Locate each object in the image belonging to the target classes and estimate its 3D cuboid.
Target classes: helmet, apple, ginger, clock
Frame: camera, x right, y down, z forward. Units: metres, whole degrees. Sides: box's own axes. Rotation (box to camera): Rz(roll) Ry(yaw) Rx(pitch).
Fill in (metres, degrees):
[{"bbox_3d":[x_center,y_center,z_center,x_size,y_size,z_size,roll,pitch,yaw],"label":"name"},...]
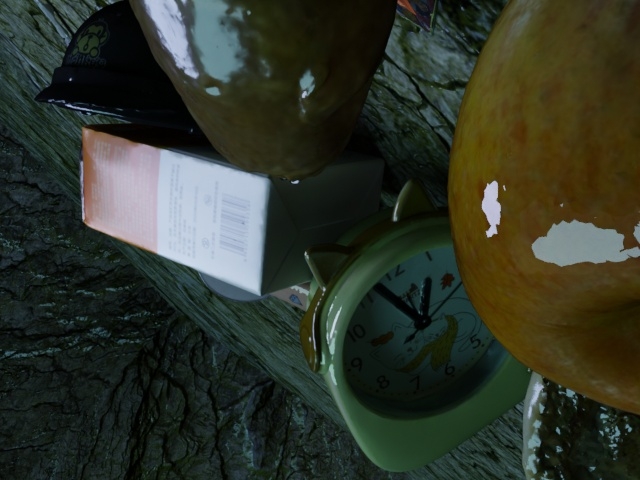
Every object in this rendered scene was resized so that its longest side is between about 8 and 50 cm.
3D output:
[{"bbox_3d":[-0.199,-0.215,0.995,0.231,0.160,0.279,16,-172,34],"label":"helmet"},{"bbox_3d":[0.215,-0.039,0.410,0.299,0.275,0.299,33,157,16],"label":"apple"},{"bbox_3d":[-0.047,-0.192,0.596,0.223,0.269,0.200,19,-173,-43],"label":"ginger"},{"bbox_3d":[0.115,0.089,0.968,0.348,0.286,0.117,58,176,-31],"label":"clock"}]

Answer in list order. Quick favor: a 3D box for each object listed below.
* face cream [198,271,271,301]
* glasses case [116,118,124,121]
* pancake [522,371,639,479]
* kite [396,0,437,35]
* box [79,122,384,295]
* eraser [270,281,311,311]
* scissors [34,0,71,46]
[{"bbox_3d":[-0.131,-0.003,1.382,0.177,0.177,0.153,48,-178,-23],"label":"face cream"},{"bbox_3d":[-0.426,-0.279,1.631,0.164,0.041,0.063,28,158,40],"label":"glasses case"},{"bbox_3d":[0.326,0.133,0.599,0.356,0.356,0.065,43,-157,-8],"label":"pancake"},{"bbox_3d":[0.068,-0.227,0.718,0.125,0.008,0.222,48,163,-30],"label":"kite"},{"bbox_3d":[-0.121,-0.062,1.059,0.341,0.225,0.143,19,111,35],"label":"box"},{"bbox_3d":[0.039,0.067,1.194,0.291,0.171,0.087,22,114,24],"label":"eraser"},{"bbox_3d":[-0.464,-0.375,1.502,0.110,0.021,0.212,31,161,40],"label":"scissors"}]
